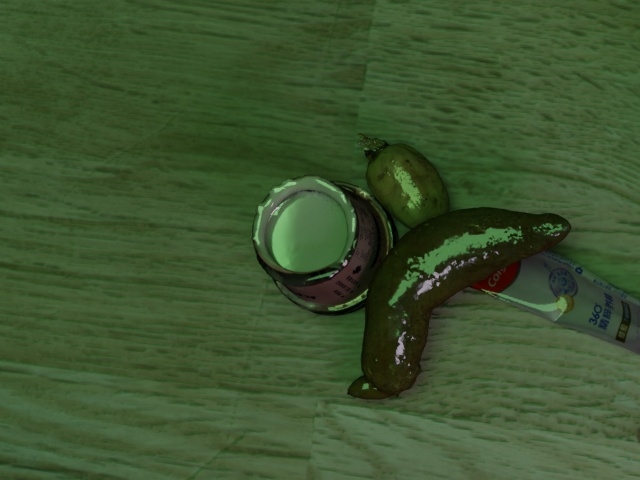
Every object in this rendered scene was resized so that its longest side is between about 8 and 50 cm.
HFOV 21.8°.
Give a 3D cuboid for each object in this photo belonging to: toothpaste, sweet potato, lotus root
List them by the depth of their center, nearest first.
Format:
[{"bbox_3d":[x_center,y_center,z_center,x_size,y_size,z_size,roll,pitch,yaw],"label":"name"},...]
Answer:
[{"bbox_3d":[0.285,0.066,1.773,0.301,0.048,0.075,24,108,28],"label":"toothpaste"},{"bbox_3d":[0.121,0.049,1.789,0.310,0.098,0.124,-45,82,12],"label":"sweet potato"},{"bbox_3d":[0.094,-0.065,1.847,0.072,0.063,0.152,-39,76,-9],"label":"lotus root"}]

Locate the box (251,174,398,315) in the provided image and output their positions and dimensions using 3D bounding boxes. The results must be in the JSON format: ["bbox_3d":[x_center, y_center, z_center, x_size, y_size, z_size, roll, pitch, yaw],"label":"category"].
[{"bbox_3d":[0.000,0.000,1.828,0.151,0.135,0.151,-3,79,15],"label":"box"}]
